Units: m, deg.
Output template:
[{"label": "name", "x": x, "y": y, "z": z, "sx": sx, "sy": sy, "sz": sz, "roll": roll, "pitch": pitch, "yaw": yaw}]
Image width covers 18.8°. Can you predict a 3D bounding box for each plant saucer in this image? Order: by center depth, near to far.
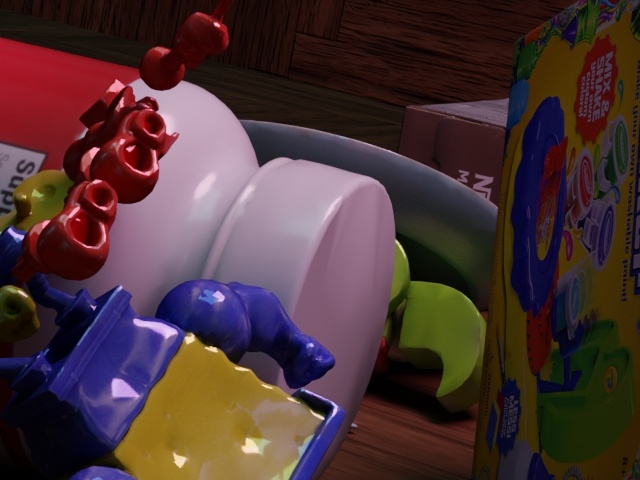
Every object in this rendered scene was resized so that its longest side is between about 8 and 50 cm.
[{"label": "plant saucer", "x": 0.000, "y": 0.000, "z": 1.462, "sx": 0.317, "sy": 0.044, "sz": 0.317, "roll": 13, "pitch": -20, "yaw": 5}]

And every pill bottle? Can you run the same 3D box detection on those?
[{"label": "pill bottle", "x": -0.178, "y": 0.004, "z": 1.067, "sx": 0.407, "sy": 0.229, "sz": 0.229, "roll": 14, "pitch": 11, "yaw": 17}]

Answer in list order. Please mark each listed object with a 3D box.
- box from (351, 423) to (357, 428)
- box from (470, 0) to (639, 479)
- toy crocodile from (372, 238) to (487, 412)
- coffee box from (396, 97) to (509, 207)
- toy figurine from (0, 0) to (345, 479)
[{"label": "box", "x": -0.073, "y": 0.089, "z": 1.239, "sx": 0.178, "sy": 0.042, "sz": 0.109, "roll": 2, "pitch": 14, "yaw": -37}, {"label": "box", "x": 0.217, "y": 0.015, "z": 1.046, "sx": 0.177, "sy": 0.290, "sz": 0.279, "roll": 8, "pitch": -9, "yaw": -13}, {"label": "toy crocodile", "x": -0.037, "y": 0.043, "z": 1.386, "sx": 0.340, "sy": 0.105, "sz": 0.115, "roll": 12, "pitch": -20, "yaw": 11}, {"label": "coffee box", "x": 0.171, "y": -0.043, "z": 1.870, "sx": 0.119, "sy": 0.168, "sz": 0.297, "roll": 15, "pitch": 12, "yaw": 22}, {"label": "toy figurine", "x": -0.064, "y": 0.090, "z": 0.797, "sx": 0.217, "sy": 0.191, "sz": 0.362, "roll": 41, "pitch": 44, "yaw": -12}]
